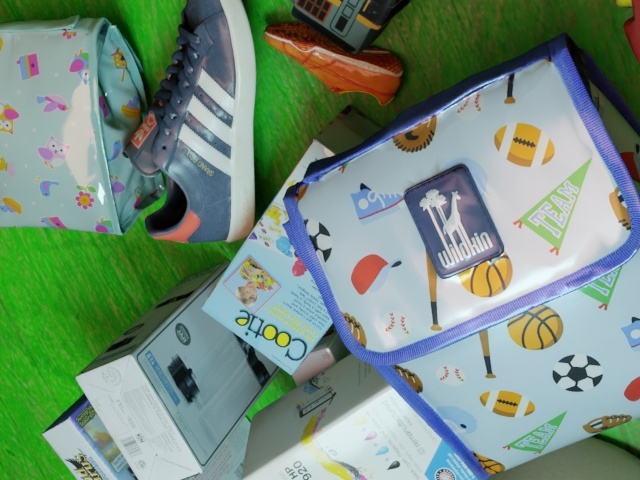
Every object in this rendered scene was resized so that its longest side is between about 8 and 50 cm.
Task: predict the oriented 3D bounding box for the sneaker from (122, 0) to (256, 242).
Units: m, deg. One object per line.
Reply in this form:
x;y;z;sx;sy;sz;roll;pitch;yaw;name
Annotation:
-0.161;-0.152;1.272;0.148;0.131;0.350;-9;113;-18;sneaker

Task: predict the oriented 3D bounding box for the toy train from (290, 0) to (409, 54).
-0.023;-0.352;1.169;0.334;0.142;0.190;34;129;4;toy train

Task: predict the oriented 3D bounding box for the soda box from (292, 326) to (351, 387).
0.035;0.225;1.421;0.069;0.074;0.216;-19;104;25;soda box

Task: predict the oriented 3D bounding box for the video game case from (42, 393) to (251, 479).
-0.203;0.268;1.414;0.061;0.269;0.244;-30;99;30;video game case

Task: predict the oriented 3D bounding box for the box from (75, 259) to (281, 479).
-0.162;0.158;1.343;0.087;0.290;0.169;-24;100;25;box

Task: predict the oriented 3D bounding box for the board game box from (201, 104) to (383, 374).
0.000;0.000;1.299;0.144;0.142;0.275;37;119;1;board game box

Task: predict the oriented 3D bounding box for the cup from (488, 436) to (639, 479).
0.279;0.433;1.306;0.331;0.237;0.331;8;110;23;cup

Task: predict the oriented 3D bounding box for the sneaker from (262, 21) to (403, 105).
0.009;-0.205;1.256;0.175;0.064;0.067;25;128;11;sneaker

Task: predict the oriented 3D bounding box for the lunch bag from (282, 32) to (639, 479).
0.194;0.022;1.063;0.328;0.239;0.385;-27;118;25;lunch bag

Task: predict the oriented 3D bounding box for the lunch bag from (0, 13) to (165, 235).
-0.335;-0.153;1.349;0.223;0.160;0.262;2;118;20;lunch bag

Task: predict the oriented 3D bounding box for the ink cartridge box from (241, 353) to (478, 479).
0.050;0.252;1.294;0.233;0.168;0.171;-34;103;11;ink cartridge box

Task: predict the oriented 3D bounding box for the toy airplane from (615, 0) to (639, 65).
0.305;-0.357;0.998;0.386;0.272;0.384;38;82;11;toy airplane
